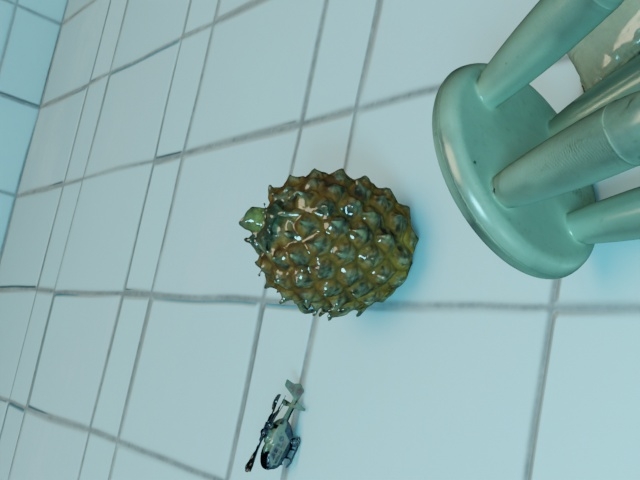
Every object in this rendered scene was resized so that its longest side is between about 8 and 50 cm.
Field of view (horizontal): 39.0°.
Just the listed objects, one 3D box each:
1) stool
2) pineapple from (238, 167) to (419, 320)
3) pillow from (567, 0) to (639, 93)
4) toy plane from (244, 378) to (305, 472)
[{"bbox_3d":[0.220,-0.088,0.697,0.199,0.195,0.195,-27,53,42],"label":"stool"},{"bbox_3d":[0.000,0.000,0.973,0.166,0.193,0.166,-41,41,49],"label":"pineapple"},{"bbox_3d":[0.294,-0.247,0.790,0.229,0.050,0.148,-49,35,36],"label":"pillow"},{"bbox_3d":[-0.048,0.226,1.071,0.031,0.049,0.120,-2,56,55],"label":"toy plane"}]
